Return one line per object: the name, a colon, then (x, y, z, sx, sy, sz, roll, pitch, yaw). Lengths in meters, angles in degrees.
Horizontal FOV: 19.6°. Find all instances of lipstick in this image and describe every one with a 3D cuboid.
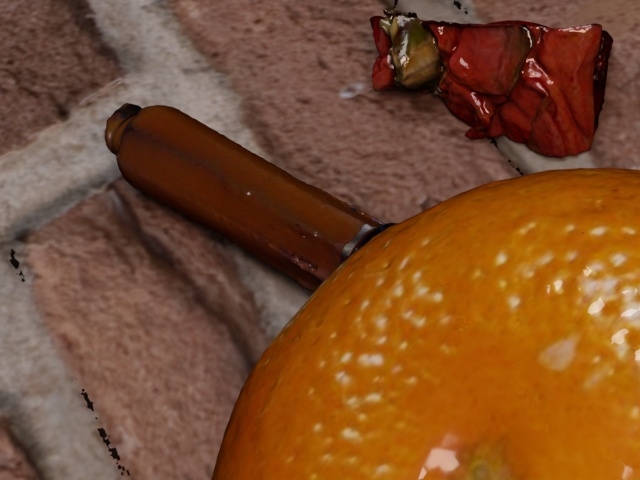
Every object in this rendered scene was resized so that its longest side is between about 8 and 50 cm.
lipstick: (0.000, 0.000, 1.293, 0.418, 0.077, 0.077, 30, 65, 33)

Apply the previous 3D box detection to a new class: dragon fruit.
dragon fruit: (0.123, -0.149, 1.367, 0.192, 0.092, 0.122, 15, 57, 25)

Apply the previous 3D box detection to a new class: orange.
orange: (0.141, 0.173, 0.955, 0.423, 0.326, 0.424, -17, 55, 25)
